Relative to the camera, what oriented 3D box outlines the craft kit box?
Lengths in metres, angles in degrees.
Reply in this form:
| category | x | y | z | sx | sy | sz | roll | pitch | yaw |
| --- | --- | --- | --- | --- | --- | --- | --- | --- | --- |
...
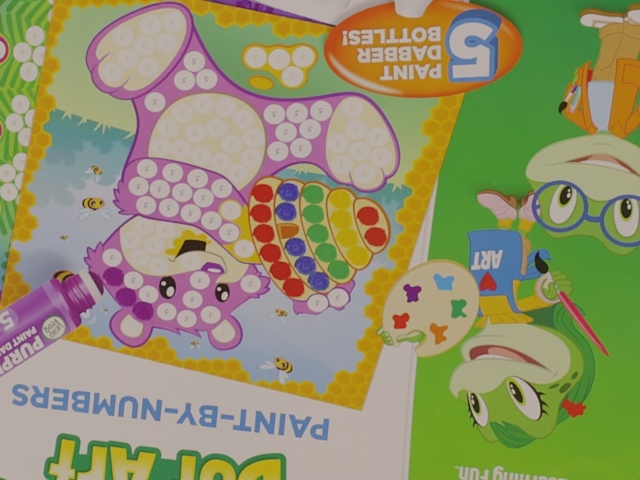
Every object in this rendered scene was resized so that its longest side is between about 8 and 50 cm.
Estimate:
| category | x | y | z | sx | sy | sz | roll | pitch | yaw |
| --- | --- | --- | --- | --- | --- | --- | --- | --- | --- |
| craft kit box | 0.000 | 0.000 | 0.513 | 0.250 | 0.061 | 0.246 | 5 | -87 | 11 |
